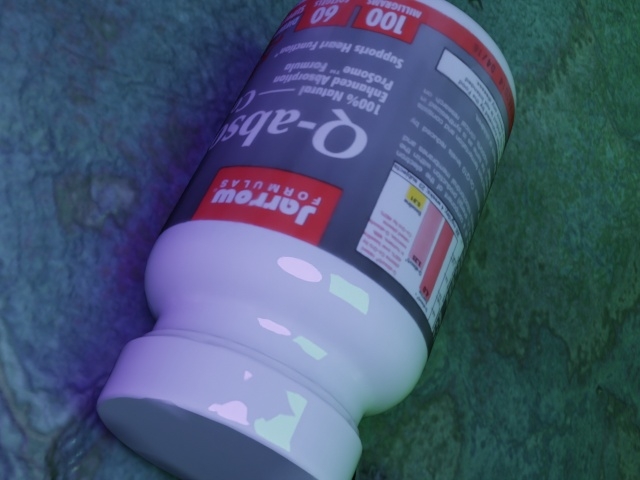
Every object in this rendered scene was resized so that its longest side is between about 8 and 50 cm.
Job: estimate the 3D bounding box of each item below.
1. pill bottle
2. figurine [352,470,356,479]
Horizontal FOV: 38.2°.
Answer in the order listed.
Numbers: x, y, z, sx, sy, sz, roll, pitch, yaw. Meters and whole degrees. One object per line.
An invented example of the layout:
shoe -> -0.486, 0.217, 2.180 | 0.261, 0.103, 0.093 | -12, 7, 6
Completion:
pill bottle -> 0.000, 0.000, 0.680 | 0.210, 0.210, 0.363 | 44, 55, -30
figurine -> 0.051, 0.286, 0.703 | 0.215, 0.092, 0.209 | 28, 33, -38
